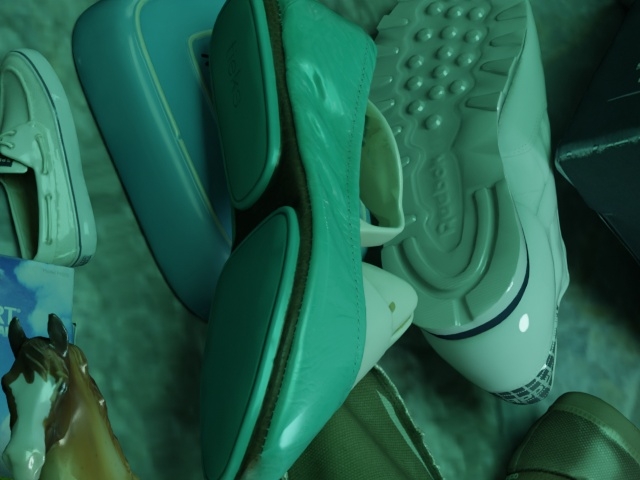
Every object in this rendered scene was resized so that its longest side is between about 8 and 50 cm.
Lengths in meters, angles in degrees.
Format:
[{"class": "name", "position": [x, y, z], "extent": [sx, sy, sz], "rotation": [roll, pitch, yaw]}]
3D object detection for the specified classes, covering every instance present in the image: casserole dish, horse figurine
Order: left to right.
[{"class": "horse figurine", "position": [-0.059, 0.162, 0.757], "extent": [0.263, 0.066, 0.174], "rotation": [41, 43, -46]}, {"class": "casserole dish", "position": [-0.039, -0.049, 0.918], "extent": [0.114, 0.037, 0.188], "rotation": [-16, 77, -37]}]

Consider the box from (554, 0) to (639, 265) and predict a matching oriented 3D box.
[{"class": "box", "position": [0.342, -0.092, 1.033], "extent": [0.293, 0.212, 0.395], "rotation": [49, 51, -24]}]

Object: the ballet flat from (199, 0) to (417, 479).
[{"class": "ballet flat", "position": [0.000, 0.000, 0.836], "extent": [0.087, 0.083, 0.247], "rotation": [15, 55, -24]}]

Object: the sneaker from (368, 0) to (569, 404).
[{"class": "sneaker", "position": [0.076, -0.033, 0.966], "extent": [0.095, 0.090, 0.235], "rotation": [46, 38, -43]}]

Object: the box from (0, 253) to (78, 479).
[{"class": "box", "position": [-0.151, 0.090, 0.777], "extent": [0.109, 0.042, 0.178], "rotation": [12, 63, -29]}]

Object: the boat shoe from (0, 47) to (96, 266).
[{"class": "boat shoe", "position": [-0.126, -0.035, 0.858], "extent": [0.035, 0.035, 0.100], "rotation": [-8, 80, -38]}]

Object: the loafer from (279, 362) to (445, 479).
[{"class": "loafer", "position": [0.042, 0.145, 0.848], "extent": [0.094, 0.087, 0.251], "rotation": [-19, 80, -37]}]

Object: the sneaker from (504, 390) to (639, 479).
[{"class": "sneaker", "position": [0.161, 0.159, 0.946], "extent": [0.188, 0.066, 0.071], "rotation": [44, 69, -2]}]
